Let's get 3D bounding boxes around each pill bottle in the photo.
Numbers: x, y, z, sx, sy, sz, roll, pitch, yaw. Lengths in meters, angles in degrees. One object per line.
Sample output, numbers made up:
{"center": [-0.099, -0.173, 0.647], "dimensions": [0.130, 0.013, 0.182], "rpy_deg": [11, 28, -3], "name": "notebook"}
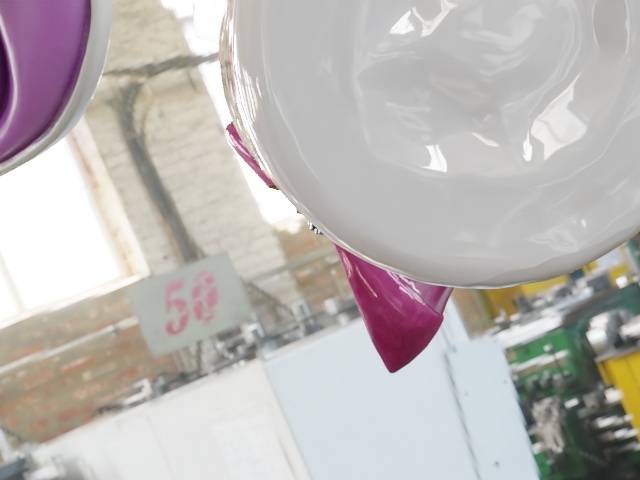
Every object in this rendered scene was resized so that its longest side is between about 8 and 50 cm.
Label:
{"center": [0.042, -0.088, 0.543], "dimensions": [0.176, 0.176, 0.318], "rpy_deg": [-23, 9, -3], "name": "pill bottle"}

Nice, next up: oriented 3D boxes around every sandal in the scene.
{"center": [-0.274, -0.079, 0.750], "dimensions": [0.416, 0.169, 0.102], "rpy_deg": [-34, 15, 39], "name": "sandal"}

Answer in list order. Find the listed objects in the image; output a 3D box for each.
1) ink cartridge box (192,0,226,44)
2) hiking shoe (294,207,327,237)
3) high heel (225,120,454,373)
{"center": [-0.023, -0.300, 1.460], "dimensions": [0.201, 0.117, 0.278], "rpy_deg": [-9, 19, -23], "name": "ink cartridge box"}
{"center": [0.048, -0.067, 1.283], "dimensions": [0.132, 0.113, 0.304], "rpy_deg": [1, 8, -6], "name": "hiking shoe"}
{"center": [0.000, 0.000, 0.974], "dimensions": [0.117, 0.244, 0.082], "rpy_deg": [-58, -10, 6], "name": "high heel"}
